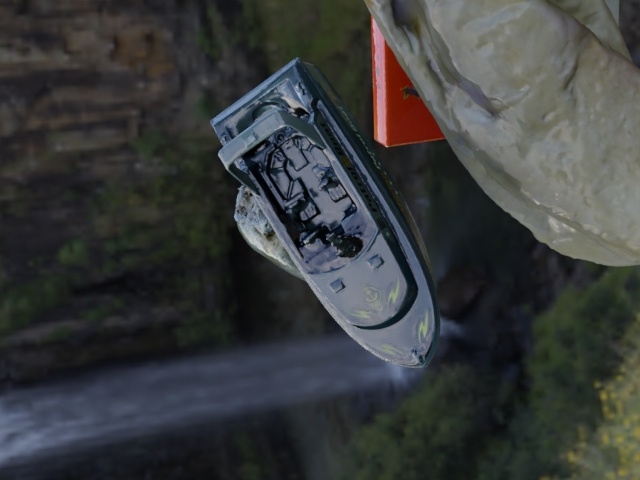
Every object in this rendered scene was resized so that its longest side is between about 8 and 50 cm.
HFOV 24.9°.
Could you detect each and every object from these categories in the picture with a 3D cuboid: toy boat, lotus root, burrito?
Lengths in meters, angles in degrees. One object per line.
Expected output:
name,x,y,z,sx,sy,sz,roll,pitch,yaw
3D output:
toy boat,0.012,-0.014,1.048,0.093,0.103,0.246,-33,87,27
lotus root,0.001,-0.002,1.188,0.088,0.165,0.088,-52,15,20
burrito,0.155,-0.101,1.038,0.190,0.135,0.332,-20,111,48

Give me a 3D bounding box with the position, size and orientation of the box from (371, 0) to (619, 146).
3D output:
box,0.161,-0.170,1.315,0.035,0.245,0.139,-143,48,-59
